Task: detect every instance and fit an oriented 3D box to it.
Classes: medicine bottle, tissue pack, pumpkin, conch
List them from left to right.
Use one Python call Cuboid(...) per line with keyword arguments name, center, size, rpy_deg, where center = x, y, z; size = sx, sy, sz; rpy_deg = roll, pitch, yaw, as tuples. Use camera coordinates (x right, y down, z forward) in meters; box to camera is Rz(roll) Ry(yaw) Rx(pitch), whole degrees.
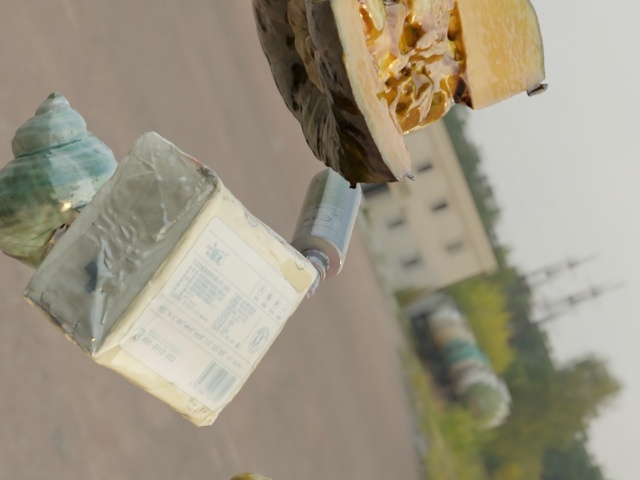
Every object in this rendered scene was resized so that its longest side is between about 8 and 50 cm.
Cuboid(name="conch", center=(-0.289, -0.034, 2.241), size=(0.195, 0.220, 0.277), rpy_deg=(-19, 99, -55))
Cuboid(name="tissue pack", center=(-0.100, 0.030, 1.336), size=(0.092, 0.148, 0.196), rpy_deg=(34, -5, 26))
Cuboid(name="medicine bottle", center=(0.000, 0.000, 1.909), size=(0.199, 0.058, 0.057), rpy_deg=(-72, 145, -56))
Cuboid(name="pumpkin", center=(0.068, -0.133, 1.266), size=(0.280, 0.190, 0.139), rpy_deg=(-139, -149, -73))

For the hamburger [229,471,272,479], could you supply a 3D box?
Cuboid(name="hamburger", center=(-0.074, 0.344, 2.198), size=(0.162, 0.115, 0.162), rpy_deg=(46, -23, 26))
